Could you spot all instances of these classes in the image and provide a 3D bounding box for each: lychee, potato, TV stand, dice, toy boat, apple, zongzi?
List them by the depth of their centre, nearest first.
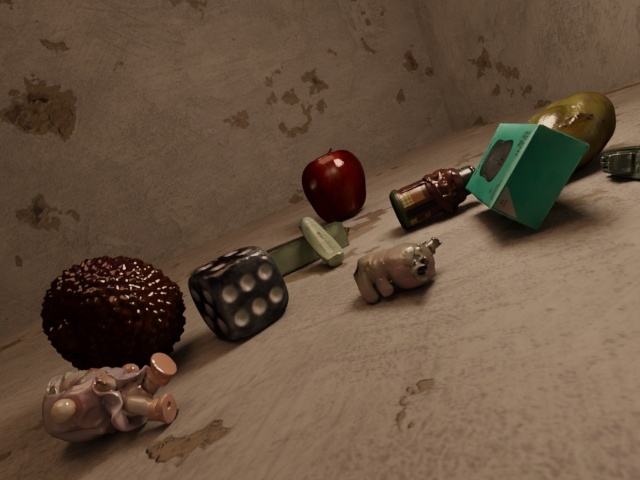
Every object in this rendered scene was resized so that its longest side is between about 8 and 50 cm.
[{"bbox_3d":[0.717,-0.173,0.915,0.085,0.078,0.260,-5,12,0],"label":"toy boat"},{"bbox_3d":[-0.476,0.176,0.977,0.306,0.306,0.330,-17,4,25],"label":"lychee"},{"bbox_3d":[-0.203,0.126,1.024,0.182,0.181,0.183,-33,17,-34],"label":"dice"},{"bbox_3d":[0.690,-0.282,1.187,0.351,0.202,0.218,-42,30,-21],"label":"potato"},{"bbox_3d":[-0.043,0.026,1.386,0.269,0.088,0.083,-23,10,-14],"label":"TV stand"},{"bbox_3d":[0.058,-0.037,1.521,0.083,0.073,0.067,-17,32,27],"label":"zongzi"},{"bbox_3d":[0.059,-0.248,1.849,0.288,0.317,0.288,-18,14,5],"label":"apple"}]

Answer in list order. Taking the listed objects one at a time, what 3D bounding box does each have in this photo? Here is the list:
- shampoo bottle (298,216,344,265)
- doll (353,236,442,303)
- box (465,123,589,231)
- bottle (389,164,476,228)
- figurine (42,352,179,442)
[{"bbox_3d":[0.000,0.000,1.283,0.072,0.049,0.212,-29,45,-13],"label":"shampoo bottle"},{"bbox_3d":[0.162,0.058,0.881,0.192,0.095,0.149,-19,10,27],"label":"doll"},{"bbox_3d":[0.473,-0.168,0.994,0.118,0.205,0.311,22,19,2],"label":"box"},{"bbox_3d":[0.359,-0.136,1.271,0.271,0.143,0.156,-24,-27,8],"label":"bottle"},{"bbox_3d":[-0.389,0.295,0.763,0.275,0.133,0.200,-14,2,15],"label":"figurine"}]
